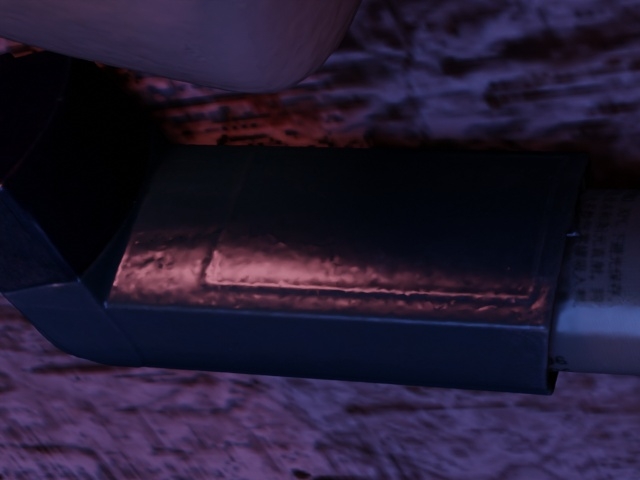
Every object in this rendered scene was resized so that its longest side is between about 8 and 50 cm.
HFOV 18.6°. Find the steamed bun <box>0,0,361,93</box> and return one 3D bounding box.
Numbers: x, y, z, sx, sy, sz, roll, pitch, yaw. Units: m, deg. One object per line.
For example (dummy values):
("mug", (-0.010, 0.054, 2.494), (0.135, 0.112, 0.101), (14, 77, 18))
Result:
("steamed bun", (-0.053, -0.142, 0.456), (0.146, 0.164, 0.241), (14, 142, 10))

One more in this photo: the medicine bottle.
("medicine bottle", (0.000, 0.000, 0.674), (0.258, 0.079, 0.124), (4, 139, 19))
